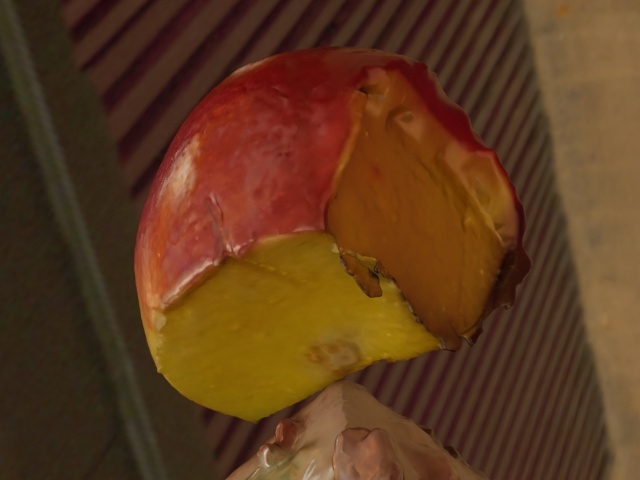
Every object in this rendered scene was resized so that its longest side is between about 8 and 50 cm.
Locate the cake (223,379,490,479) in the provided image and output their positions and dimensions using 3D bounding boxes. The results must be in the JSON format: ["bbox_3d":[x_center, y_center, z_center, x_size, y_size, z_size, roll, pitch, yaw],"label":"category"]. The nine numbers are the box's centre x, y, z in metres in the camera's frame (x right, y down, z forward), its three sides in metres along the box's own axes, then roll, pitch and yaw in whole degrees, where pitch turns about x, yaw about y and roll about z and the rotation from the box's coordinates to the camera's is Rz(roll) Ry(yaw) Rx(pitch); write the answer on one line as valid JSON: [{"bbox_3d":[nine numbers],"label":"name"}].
[{"bbox_3d":[0.039,0.255,0.703,0.282,0.290,0.255,38,112,-26],"label":"cake"}]

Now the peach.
[{"bbox_3d":[-0.006,-0.004,0.603,0.151,0.151,0.118,-23,95,29],"label":"peach"}]
